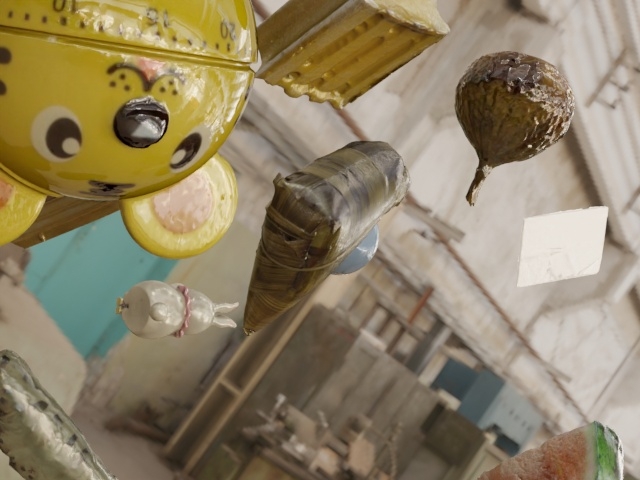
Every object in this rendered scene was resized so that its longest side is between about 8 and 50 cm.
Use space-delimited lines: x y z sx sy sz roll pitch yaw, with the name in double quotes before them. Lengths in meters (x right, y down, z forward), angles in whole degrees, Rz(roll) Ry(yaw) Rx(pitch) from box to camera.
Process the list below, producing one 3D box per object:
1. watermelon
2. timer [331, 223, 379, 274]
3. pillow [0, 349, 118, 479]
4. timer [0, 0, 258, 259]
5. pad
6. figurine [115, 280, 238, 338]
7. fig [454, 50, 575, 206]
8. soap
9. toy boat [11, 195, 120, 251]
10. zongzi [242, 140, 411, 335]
"watermelon" 0.429 0.497 1.791 0.292 0.319 0.222 38 32 -43
"timer" 0.020 0.008 2.041 0.175 0.175 0.255 36 -32 -5
"pillow" -0.326 0.242 1.185 0.241 0.093 0.051 56 -13 -15
"timer" -0.239 -0.167 1.104 0.376 0.386 0.376 9 7 -1
"pad" 0.502 0.012 2.100 0.232 0.156 0.004 -8 22 -28
"figurine" -0.305 0.154 2.188 0.155 0.127 0.236 -14 -16 42
"fig" 0.434 -0.249 2.392 0.286 0.368 0.286 16 2 -1
"soap" 0.055 -0.429 2.129 0.293 0.156 0.335 9 -29 -43
"toy boat" -0.459 -0.072 1.804 0.115 0.310 0.089 68 24 -5
"zongzi" 0.001 -0.003 1.534 0.134 0.288 0.286 37 37 19
